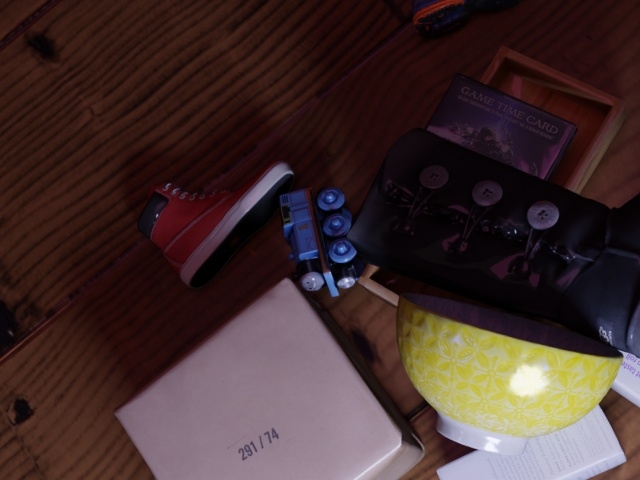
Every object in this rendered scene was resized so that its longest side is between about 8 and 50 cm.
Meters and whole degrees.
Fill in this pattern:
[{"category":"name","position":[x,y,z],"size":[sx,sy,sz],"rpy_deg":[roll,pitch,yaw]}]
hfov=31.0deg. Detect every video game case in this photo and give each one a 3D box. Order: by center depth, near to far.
[{"category":"video game case","position":[0.212,-0.084,1.640],"size":[0.196,0.026,0.274],"rpy_deg":[28,83,22]}]

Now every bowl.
[{"category":"bowl","position":[0.220,0.177,1.448],"size":[0.289,0.289,0.156],"rpy_deg":[15,94,20]}]

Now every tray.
[{"category":"tray","position":[0.250,-0.059,1.674],"size":[0.203,0.076,0.411],"rpy_deg":[30,85,22]}]

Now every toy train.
[{"category":"toy train","position":[0.000,0.000,1.710],"size":[0.105,0.080,0.184],"rpy_deg":[-16,53,5]}]

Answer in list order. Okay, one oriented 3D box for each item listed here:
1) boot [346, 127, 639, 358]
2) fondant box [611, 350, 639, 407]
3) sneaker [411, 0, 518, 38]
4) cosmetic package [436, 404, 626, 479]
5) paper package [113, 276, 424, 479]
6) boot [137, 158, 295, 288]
[{"category":"boot","position":[0.305,-0.058,1.524],"size":[0.445,0.146,0.367],"rpy_deg":[19,57,34]},{"category":"fondant box","position":[0.543,0.102,1.527],"size":[0.238,0.096,0.330],"rpy_deg":[36,87,23]},{"category":"sneaker","position":[0.237,-0.397,1.776],"size":[0.221,0.083,0.087],"rpy_deg":[-21,61,6]},{"category":"cosmetic package","position":[0.281,0.299,1.534],"size":[0.231,0.117,0.085],"rpy_deg":[-28,67,8]},{"category":"paper package","position":[-0.071,0.270,1.620],"size":[0.325,0.168,0.309],"rpy_deg":[-38,68,4]},{"category":"boot","position":[-0.170,-0.069,1.796],"size":[0.244,0.088,0.176],"rpy_deg":[-45,66,4]}]
